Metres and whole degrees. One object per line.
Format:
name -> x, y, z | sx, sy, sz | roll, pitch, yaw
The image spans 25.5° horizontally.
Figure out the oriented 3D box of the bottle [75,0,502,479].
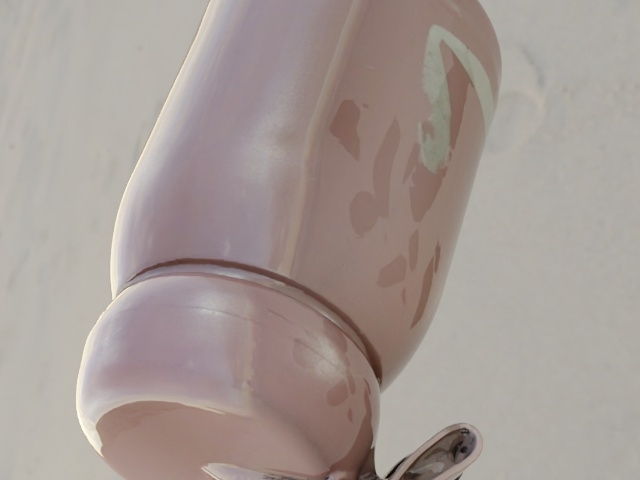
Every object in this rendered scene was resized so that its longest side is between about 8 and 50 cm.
bottle -> 0.000, 0.000, 0.719 | 0.173, 0.206, 0.296 | 120, 172, -51
